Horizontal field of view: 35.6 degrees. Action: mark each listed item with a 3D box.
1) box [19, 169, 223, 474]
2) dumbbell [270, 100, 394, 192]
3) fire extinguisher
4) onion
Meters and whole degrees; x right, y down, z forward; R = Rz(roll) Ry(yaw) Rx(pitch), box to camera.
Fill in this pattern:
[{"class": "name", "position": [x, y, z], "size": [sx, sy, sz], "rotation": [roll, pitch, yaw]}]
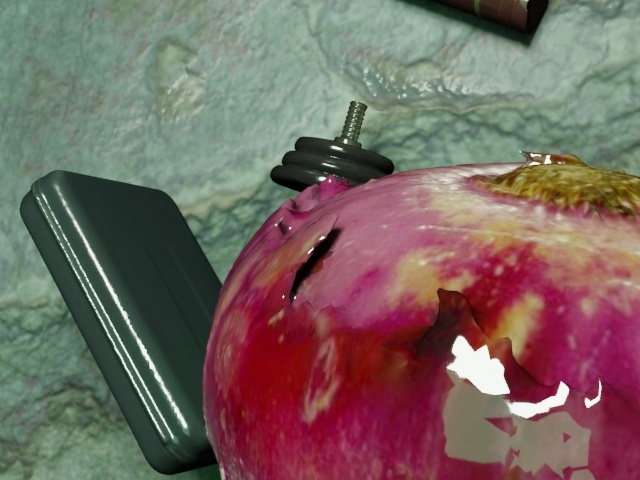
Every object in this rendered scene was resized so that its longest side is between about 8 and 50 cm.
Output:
[{"class": "box", "position": [-0.116, 0.055, 0.726], "size": [0.050, 0.160, 0.230], "rotation": [-38, 72, 17]}, {"class": "dumbbell", "position": [0.000, 0.000, 0.727], "size": [0.099, 0.099, 0.208], "rotation": [15, 88, 21]}, {"class": "fire extinguisher", "position": [0.097, -0.207, 0.756], "size": [0.157, 0.045, 0.078], "rotation": [25, 63, 22]}, {"class": "onion", "position": [0.103, 0.102, 0.547], "size": [0.358, 0.358, 0.345], "rotation": [35, 105, 21]}]
